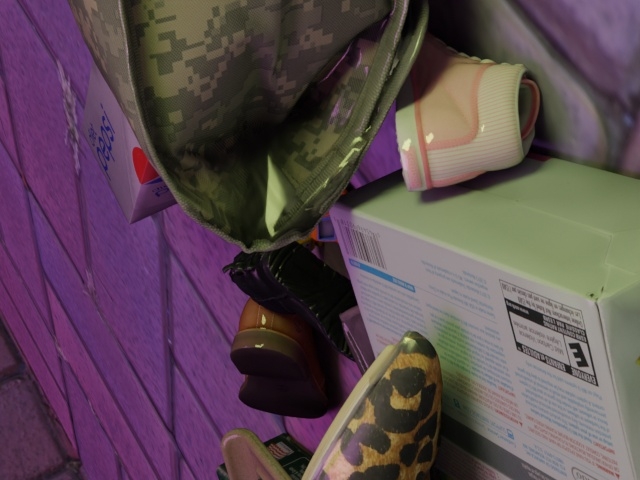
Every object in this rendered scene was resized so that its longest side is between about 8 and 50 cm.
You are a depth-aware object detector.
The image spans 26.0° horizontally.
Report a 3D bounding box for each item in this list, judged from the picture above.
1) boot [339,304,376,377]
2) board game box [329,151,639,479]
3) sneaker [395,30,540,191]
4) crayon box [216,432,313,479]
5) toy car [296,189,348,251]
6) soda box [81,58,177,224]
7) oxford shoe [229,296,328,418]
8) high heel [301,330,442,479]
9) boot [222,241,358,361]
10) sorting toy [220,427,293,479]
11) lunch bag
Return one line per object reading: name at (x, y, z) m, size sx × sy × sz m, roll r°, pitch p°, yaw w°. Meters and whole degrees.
boot at (0.066, 0.138, 0.902) m, size 0.208 × 0.076 × 0.189 m, roll 57°, pitch 148°, yaw 5°
board game box at (0.132, 0.118, 0.669) m, size 0.224 × 0.097 × 0.303 m, roll 26°, pitch 136°, yaw 61°
sneaker at (0.072, -0.070, 0.686) m, size 0.134 × 0.070 × 0.051 m, roll -89°, pitch -16°, yaw -58°
crayon box at (0.019, 0.358, 1.280) m, size 0.202 × 0.081 × 0.318 m, roll 22°, pitch 134°, yaw 63°
toy car at (0.000, 0.000, 0.958) m, size 0.060 × 0.040 × 0.122 m, roll 59°, pitch 159°, yaw 19°
soda box at (-0.114, -0.109, 1.049) m, size 0.098 × 0.091 × 0.286 m, roll 62°, pitch 161°, yaw 9°
oxford shoe at (-0.027, 0.093, 1.128) m, size 0.212 × 0.076 × 0.076 m, roll 88°, pitch -170°, yaw -65°
high heel at (0.076, 0.170, 0.673) m, size 0.186 × 0.093 × 0.261 m, roll 27°, pitch 130°, yaw 17°
boot at (-0.011, 0.043, 0.987) m, size 0.121 × 0.045 × 0.099 m, roll 42°, pitch 163°, yaw -12°
sorting toy at (0.005, 0.318, 1.088) m, size 0.229 × 0.041 × 0.307 m, roll 36°, pitch 145°, yaw 51°
lunch bag at (-0.058, -0.163, 0.697) m, size 0.235 × 0.169 × 0.287 m, roll -126°, pitch 25°, yaw -56°
